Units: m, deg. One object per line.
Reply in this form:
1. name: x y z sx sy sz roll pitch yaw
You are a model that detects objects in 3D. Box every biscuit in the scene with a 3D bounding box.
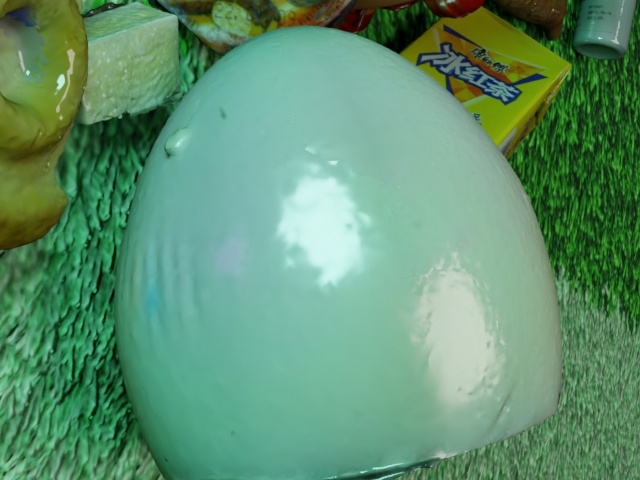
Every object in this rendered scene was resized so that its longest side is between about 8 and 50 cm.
1. biscuit: -0.242 -0.126 0.802 0.213 0.091 0.274 -6 104 -58

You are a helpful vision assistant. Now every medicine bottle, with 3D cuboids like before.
1. medicine bottle: 0.420 -0.338 1.785 0.080 0.080 0.130 27 73 -56

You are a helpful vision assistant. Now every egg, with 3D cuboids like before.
1. egg: 0.000 0.000 0.980 0.354 0.355 0.339 -14 93 -55

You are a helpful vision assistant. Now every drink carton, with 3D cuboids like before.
1. drink carton: 0.119 -0.118 1.282 0.351 0.155 0.111 -46 166 -43

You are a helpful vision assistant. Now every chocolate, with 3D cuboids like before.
1. chocolate: -0.045 -0.269 1.020 0.147 0.221 0.221 -68 149 -56

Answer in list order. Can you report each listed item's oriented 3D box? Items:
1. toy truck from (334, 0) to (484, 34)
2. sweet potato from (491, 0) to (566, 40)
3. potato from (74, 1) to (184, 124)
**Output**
1. toy truck: 0.081 -0.334 1.178 0.265 0.189 0.239 -32 114 -50
2. sweet potato: 0.261 -0.313 1.555 0.314 0.072 0.066 5 106 -60
3. potato: -0.165 -0.135 0.946 0.122 0.061 0.086 -31 124 -50
